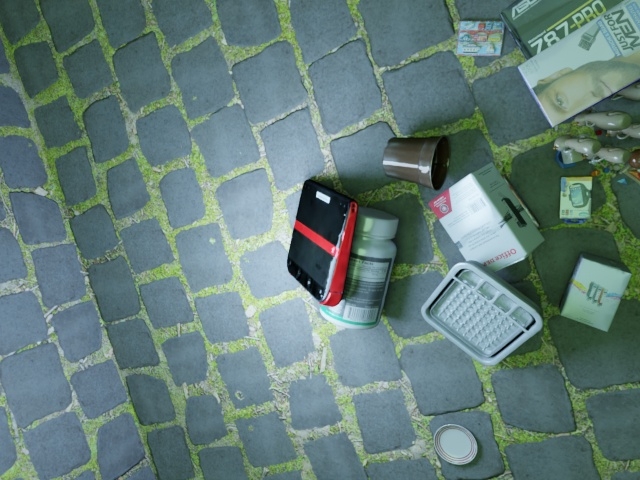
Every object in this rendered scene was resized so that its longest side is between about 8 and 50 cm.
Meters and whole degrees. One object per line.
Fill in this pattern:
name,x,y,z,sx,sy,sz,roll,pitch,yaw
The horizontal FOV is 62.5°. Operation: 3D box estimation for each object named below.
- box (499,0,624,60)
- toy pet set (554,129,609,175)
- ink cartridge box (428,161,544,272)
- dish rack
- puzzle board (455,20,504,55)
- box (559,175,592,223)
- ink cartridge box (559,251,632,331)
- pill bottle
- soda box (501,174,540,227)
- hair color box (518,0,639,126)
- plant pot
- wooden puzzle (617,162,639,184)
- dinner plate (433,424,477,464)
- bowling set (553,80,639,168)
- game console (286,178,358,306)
box,0.729,-0.582,1.380,0.395,0.097,0.318,-31,85,25
toy pet set,0.725,-0.234,1.472,0.114,0.065,0.122,-15,96,-10
ink cartridge box,0.475,-0.054,1.525,0.272,0.114,0.197,58,145,6
dish rack,0.476,0.209,1.568,0.286,0.072,0.332,37,142,12
puzzle board,0.465,-0.590,1.539,0.128,0.011,0.096,9,102,22
box,0.723,-0.114,1.497,0.081,0.028,0.136,1,97,23
ink cartridge box,0.759,0.136,1.467,0.128,0.128,0.176,21,105,19
pill bottle,0.128,0.084,1.689,0.204,0.204,0.360,17,105,20
soda box,0.566,-0.104,1.547,0.058,0.063,0.183,-35,83,25
hair color box,0.694,-0.448,1.311,0.339,0.110,0.185,-30,89,26
plant pot,0.288,-0.244,1.600,0.165,0.167,0.166,13,104,30
wooden puzzle,0.869,-0.194,1.429,0.079,0.014,0.116,35,111,15
dinner plate,0.447,0.673,1.750,0.141,0.017,0.141,4,99,23
bowling set,0.760,-0.266,1.388,0.287,0.154,0.199,-39,116,-7
game console,0.000,0.000,1.685,0.386,0.060,0.341,35,114,62
